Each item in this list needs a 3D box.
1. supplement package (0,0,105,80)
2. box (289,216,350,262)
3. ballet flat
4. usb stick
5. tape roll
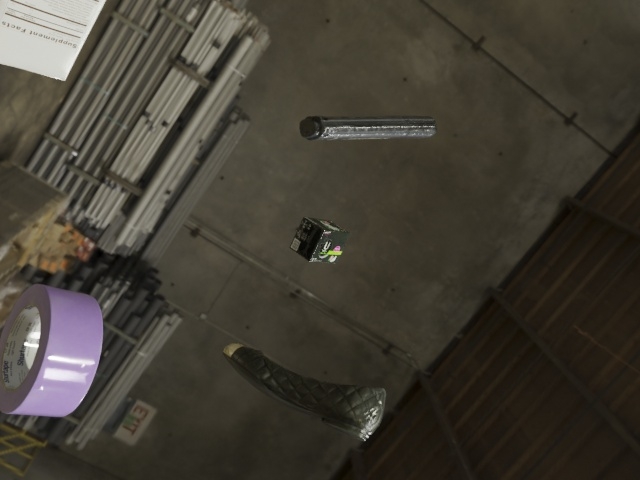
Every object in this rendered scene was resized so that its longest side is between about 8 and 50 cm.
[{"bbox_3d":[-0.546,-0.498,1.161,0.293,0.175,0.177,-43,-123,33],"label":"supplement package"},{"bbox_3d":[0.000,0.000,1.004,0.083,0.052,0.062,5,115,-55],"label":"box"},{"bbox_3d":[-0.019,0.134,0.558,0.049,0.173,0.057,-60,152,-22],"label":"ballet flat"},{"bbox_3d":[0.095,-0.211,1.106,0.077,0.278,0.045,19,-68,58],"label":"usb stick"},{"bbox_3d":[-0.409,0.165,0.885,0.189,0.080,0.189,-19,-119,40],"label":"tape roll"}]
